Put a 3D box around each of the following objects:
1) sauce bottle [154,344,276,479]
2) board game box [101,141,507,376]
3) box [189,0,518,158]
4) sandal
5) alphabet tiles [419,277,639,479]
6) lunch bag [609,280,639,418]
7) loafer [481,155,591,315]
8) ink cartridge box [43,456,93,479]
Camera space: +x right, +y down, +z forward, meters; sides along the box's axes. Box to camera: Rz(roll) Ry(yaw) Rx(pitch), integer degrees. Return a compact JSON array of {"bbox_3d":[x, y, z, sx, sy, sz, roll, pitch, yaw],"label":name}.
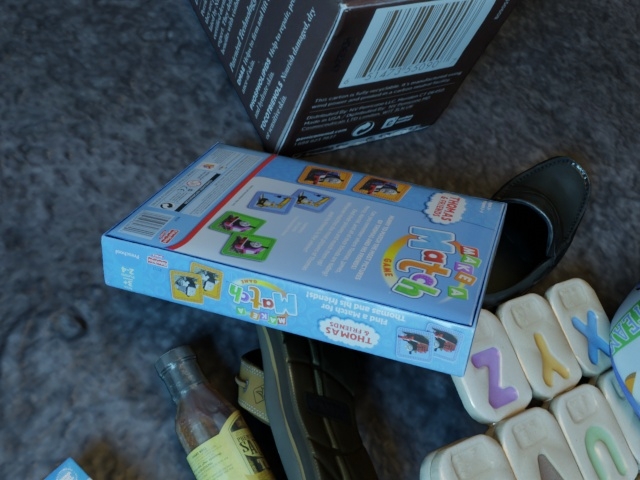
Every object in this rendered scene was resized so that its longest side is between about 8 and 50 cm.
[{"bbox_3d":[-0.059,0.122,0.472,0.042,0.042,0.128,-21,71,-31],"label":"sauce bottle"},{"bbox_3d":[0.000,0.000,0.498,0.211,0.039,0.160,13,29,14],"label":"board game box"},{"bbox_3d":[0.013,-0.202,0.628,0.168,0.167,0.203,-16,66,-28],"label":"box"},{"bbox_3d":[-0.015,0.101,0.489,0.090,0.060,0.219,32,33,-45],"label":"sandal"},{"bbox_3d":[0.187,0.161,0.512,0.284,0.021,0.278,-10,73,-40],"label":"alphabet tiles"},{"bbox_3d":[0.349,0.114,0.566,0.243,0.115,0.303,-28,80,-45],"label":"lunch bag"},{"bbox_3d":[0.153,-0.003,0.611,0.076,0.078,0.223,44,54,7],"label":"loafer"},{"bbox_3d":[-0.125,0.164,0.428,0.083,0.028,0.048,43,54,8],"label":"ink cartridge box"}]
